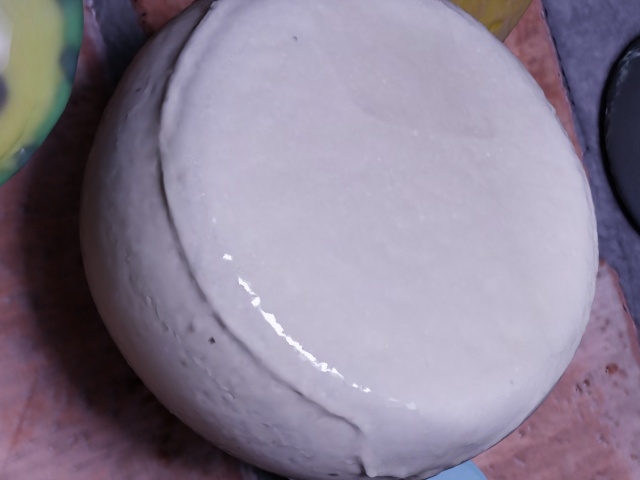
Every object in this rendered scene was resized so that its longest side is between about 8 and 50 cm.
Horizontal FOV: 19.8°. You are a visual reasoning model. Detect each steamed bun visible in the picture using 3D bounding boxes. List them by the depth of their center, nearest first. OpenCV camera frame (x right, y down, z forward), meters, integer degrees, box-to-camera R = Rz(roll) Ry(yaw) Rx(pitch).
[{"bbox_3d":[0.000,0.000,0.972,0.283,0.177,0.283,14,62,-27],"label":"steamed bun"}]

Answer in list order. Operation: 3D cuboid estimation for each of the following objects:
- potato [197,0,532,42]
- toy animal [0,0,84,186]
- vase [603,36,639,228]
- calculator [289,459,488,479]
[{"bbox_3d":[0.062,-0.208,1.102,0.239,0.116,0.299,49,60,-24],"label":"potato"},{"bbox_3d":[-0.261,-0.052,0.780,0.338,0.191,0.216,-41,122,-13],"label":"toy animal"},{"bbox_3d":[0.344,-0.086,1.147,0.173,0.321,0.173,6,80,-34],"label":"vase"},{"bbox_3d":[0.048,0.228,1.057,0.188,0.042,0.303,-25,97,-35],"label":"calculator"}]
